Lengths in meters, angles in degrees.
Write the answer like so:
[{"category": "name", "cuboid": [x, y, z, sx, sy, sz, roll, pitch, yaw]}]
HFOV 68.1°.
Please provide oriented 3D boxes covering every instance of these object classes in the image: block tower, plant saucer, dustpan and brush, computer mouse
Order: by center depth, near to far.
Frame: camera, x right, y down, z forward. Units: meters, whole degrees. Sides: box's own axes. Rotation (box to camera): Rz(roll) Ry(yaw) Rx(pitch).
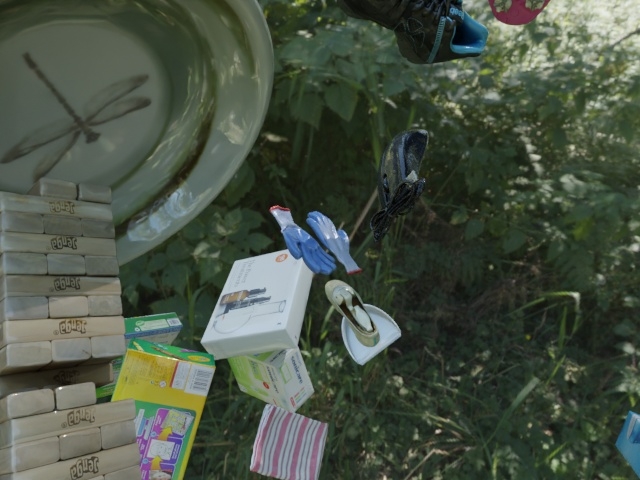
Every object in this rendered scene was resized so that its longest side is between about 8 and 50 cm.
[{"category": "block tower", "cuboid": [-0.213, 0.121, 0.377, 0.091, 0.097, 0.335, 6, 65, -48]}, {"category": "plant saucer", "cuboid": [-0.230, -0.111, 0.453, 0.100, 0.400, 0.401, 47, 44, 17]}, {"category": "computer mouse", "cuboid": [0.159, -0.146, 0.985, 0.072, 0.188, 0.272, 26, 50, -7]}, {"category": "dustpan and brush", "cuboid": [0.099, 0.209, 1.289, 0.147, 0.060, 0.211, -37, 61, -3]}]

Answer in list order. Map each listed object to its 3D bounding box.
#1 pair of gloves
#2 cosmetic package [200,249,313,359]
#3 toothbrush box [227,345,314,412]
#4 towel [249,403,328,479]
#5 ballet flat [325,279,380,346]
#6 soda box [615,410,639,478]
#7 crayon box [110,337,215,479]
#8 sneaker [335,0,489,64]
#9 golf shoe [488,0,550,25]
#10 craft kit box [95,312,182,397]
[{"category": "pair of gloves", "cuboid": [0.000, 0.000, 0.860, 0.198, 0.023, 0.159, 2, 47, -53]}, {"category": "cosmetic package", "cuboid": [-0.185, 0.190, 1.519, 0.285, 0.097, 0.377, -11, 35, 18]}, {"category": "toothbrush box", "cuboid": [-0.184, 0.450, 1.654, 0.283, 0.206, 0.122, 5, 31, 41]}, {"category": "towel", "cuboid": [-0.063, 0.467, 1.077, 0.197, 0.029, 0.144, 32, 57, -31]}, {"category": "ballet flat", "cuboid": [0.064, 0.128, 0.912, 0.057, 0.052, 0.168, -28, 56, -16]}, {"category": "soda box", "cuboid": [0.533, 0.339, 0.739, 0.067, 0.071, 0.210, 21, 4, 19]}, {"category": "crayon box", "cuboid": [-0.319, 0.343, 0.897, 0.166, 0.278, 0.081, 17, -2, -16]}, {"category": "sneaker", "cuboid": [0.145, -0.378, 0.731, 0.140, 0.124, 0.341, 22, 10, 40]}, {"category": "golf shoe", "cuboid": [0.299, -0.457, 0.639, 0.115, 0.306, 0.140, 16, 54, 20]}, {"category": "craft kit box", "cuboid": [-0.500, 0.290, 1.163, 0.250, 0.246, 0.061, 2, 37, -51]}]
